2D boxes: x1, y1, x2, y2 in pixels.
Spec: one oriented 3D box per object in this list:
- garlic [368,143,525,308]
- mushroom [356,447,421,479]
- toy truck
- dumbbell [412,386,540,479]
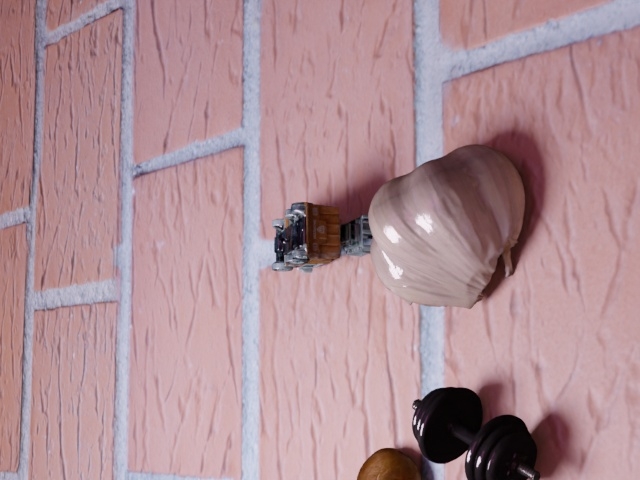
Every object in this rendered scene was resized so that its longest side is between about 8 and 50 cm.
[{"bbox_3d":[0.141,-0.019,1.388,0.229,0.143,0.178,-47,49,25],"label":"garlic"},{"bbox_3d":[0.090,0.331,1.453,0.088,0.073,0.129,-12,77,15],"label":"mushroom"},{"bbox_3d":[0.000,-0.001,1.585,0.178,0.115,0.080,154,116,-72],"label":"toy truck"},{"bbox_3d":[0.179,0.233,1.332,0.208,0.099,0.099,26,105,50],"label":"dumbbell"}]
